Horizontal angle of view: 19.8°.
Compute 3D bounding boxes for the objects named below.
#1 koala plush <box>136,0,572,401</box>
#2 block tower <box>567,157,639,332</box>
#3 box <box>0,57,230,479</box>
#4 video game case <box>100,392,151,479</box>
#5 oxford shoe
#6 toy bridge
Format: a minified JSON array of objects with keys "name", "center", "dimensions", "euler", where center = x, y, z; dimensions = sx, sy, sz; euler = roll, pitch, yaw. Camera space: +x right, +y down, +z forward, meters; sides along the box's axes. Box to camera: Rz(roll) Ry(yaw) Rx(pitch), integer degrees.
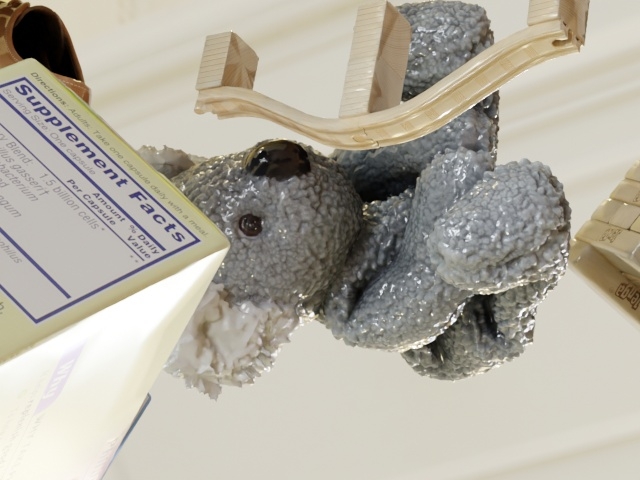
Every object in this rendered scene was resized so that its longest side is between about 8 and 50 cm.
[{"name":"koala plush","center":[0.000,0.000,1.038],"dimensions":[0.203,0.221,0.196],"euler":[98,159,-50]},{"name":"block tower","center":[0.297,-0.084,1.133],"dimensions":[0.091,0.335,0.097],"euler":[41,176,-17]},{"name":"box","center":[-0.184,0.073,0.687],"dimensions":[0.117,0.213,0.243],"euler":[43,-141,16]},{"name":"video game case","center":[-0.175,0.128,1.137],"dimensions":[0.166,0.015,0.119],"euler":[-59,-40,-28]},{"name":"oxford shoe","center":[-0.162,-0.095,0.950],"dimensions":[0.076,0.076,0.212],"euler":[16,-162,-37]},{"name":"toy bridge","center":[0.023,-0.071,0.783],"dimensions":[0.026,0.188,0.063],"euler":[41,-130,-47]}]
